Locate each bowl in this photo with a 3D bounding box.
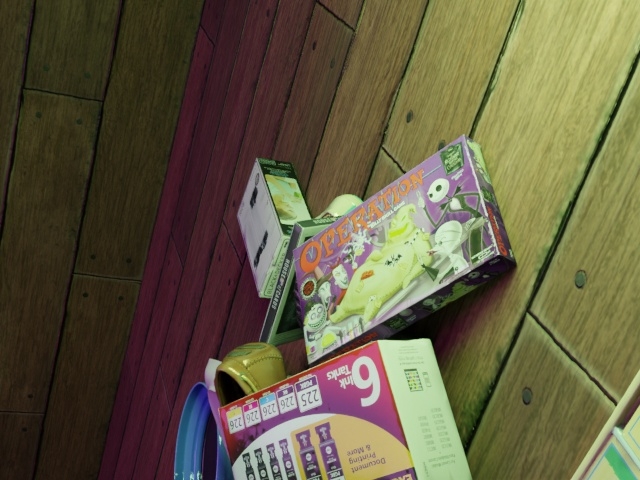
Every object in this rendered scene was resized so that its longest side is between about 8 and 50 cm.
[{"bbox_3d":[-0.273,0.544,2.137,0.391,0.077,0.391,-173,90,-67],"label":"bowl"}]

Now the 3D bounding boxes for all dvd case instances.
[{"bbox_3d":[-0.006,0.067,1.515,0.029,0.179,0.238,37,121,34],"label":"dvd case"}]

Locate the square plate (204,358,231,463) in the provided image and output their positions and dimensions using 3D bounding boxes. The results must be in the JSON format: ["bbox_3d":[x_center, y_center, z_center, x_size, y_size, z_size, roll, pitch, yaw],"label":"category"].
[{"bbox_3d":[-0.128,0.405,1.676,0.347,0.049,0.344,-6,104,67],"label":"square plate"}]

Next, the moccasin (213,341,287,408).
[{"bbox_3d":[-0.086,0.361,1.432,0.139,0.147,0.380,-1,107,33],"label":"moccasin"}]

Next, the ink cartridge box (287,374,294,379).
[{"bbox_3d":[-0.033,0.274,1.576,0.088,0.122,0.052,178,99,-67],"label":"ink cartridge box"}]

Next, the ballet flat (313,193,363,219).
[{"bbox_3d":[0.000,0.000,1.616,0.248,0.086,0.086,128,143,-52],"label":"ballet flat"}]

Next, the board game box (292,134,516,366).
[{"bbox_3d":[0.104,0.024,1.254,0.347,0.056,0.208,-35,44,31],"label":"board game box"}]

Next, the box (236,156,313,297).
[{"bbox_3d":[-0.094,-0.028,1.866,0.290,0.087,0.169,-111,36,-50],"label":"box"}]

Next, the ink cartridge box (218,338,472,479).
[{"bbox_3d":[0.035,0.310,1.188,0.309,0.130,0.271,-29,68,34],"label":"ink cartridge box"}]

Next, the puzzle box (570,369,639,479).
[{"bbox_3d":[0.355,0.296,0.720,0.409,0.052,0.272,-116,38,-53],"label":"puzzle box"}]

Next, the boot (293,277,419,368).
[{"bbox_3d":[0.020,0.216,1.415,0.260,0.131,0.348,46,116,47],"label":"boot"}]
